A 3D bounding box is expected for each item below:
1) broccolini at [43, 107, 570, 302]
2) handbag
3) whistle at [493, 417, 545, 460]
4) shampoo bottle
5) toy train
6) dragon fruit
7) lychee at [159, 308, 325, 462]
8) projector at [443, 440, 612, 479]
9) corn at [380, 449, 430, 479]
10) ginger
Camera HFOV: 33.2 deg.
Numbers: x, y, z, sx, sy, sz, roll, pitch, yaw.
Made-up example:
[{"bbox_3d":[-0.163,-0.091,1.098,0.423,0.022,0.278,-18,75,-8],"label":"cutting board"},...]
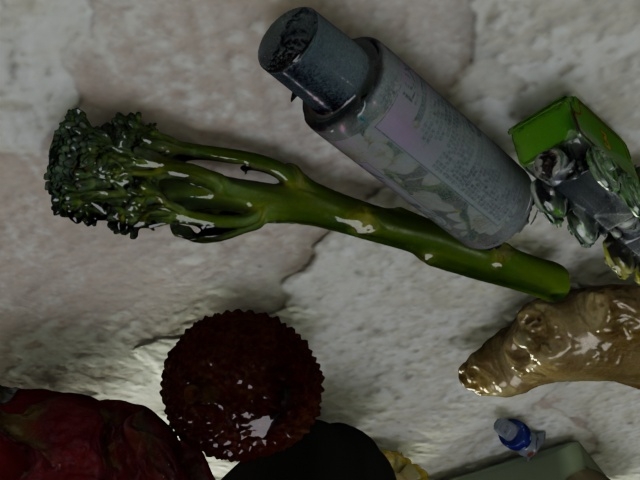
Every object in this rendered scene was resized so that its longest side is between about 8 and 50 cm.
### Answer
[{"bbox_3d":[0.001,-0.005,0.746,0.392,0.074,0.078,17,95,-27],"label":"broccolini"},{"bbox_3d":[-0.045,0.293,0.950,0.093,0.253,0.308,29,131,-18],"label":"handbag"},{"bbox_3d":[0.189,0.185,1.017,0.083,0.029,0.033,35,89,-45],"label":"whistle"},{"bbox_3d":[0.050,-0.067,0.662,0.072,0.072,0.214,-31,135,28],"label":"shampoo bottle"},{"bbox_3d":[0.199,-0.026,0.723,0.060,0.081,0.202,-30,142,29],"label":"toy train"},{"bbox_3d":[-0.224,0.264,0.851,0.329,0.329,0.329,-3,141,-2],"label":"dragon fruit"},{"bbox_3d":[-0.057,0.116,0.837,0.123,0.123,0.129,-26,145,24],"label":"lychee"},{"bbox_3d":[0.209,0.322,1.070,0.242,0.177,0.163,-22,140,18],"label":"projector"},{"bbox_3d":[0.022,0.295,1.083,0.093,0.093,0.244,15,137,-23],"label":"corn"},{"bbox_3d":[0.217,0.077,0.856,0.213,0.074,0.137,-2,141,6],"label":"ginger"}]
